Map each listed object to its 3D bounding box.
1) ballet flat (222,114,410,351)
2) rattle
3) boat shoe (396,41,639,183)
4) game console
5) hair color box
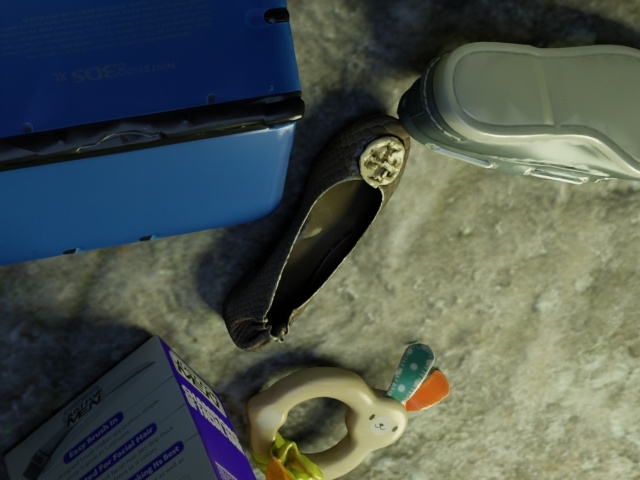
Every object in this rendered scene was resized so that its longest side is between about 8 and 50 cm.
[{"bbox_3d":[0.000,0.000,1.545,0.084,0.058,0.250,28,108,-33],"label":"ballet flat"},{"bbox_3d":[0.038,0.181,1.631,0.199,0.143,0.130,-9,105,-8],"label":"rattle"},{"bbox_3d":[0.211,-0.106,1.552,0.319,0.116,0.099,6,164,-32],"label":"boat shoe"},{"bbox_3d":[-0.176,-0.118,1.427,0.293,0.173,0.250,-10,93,-15],"label":"game console"},{"bbox_3d":[-0.139,0.252,1.481,0.185,0.339,0.110,-39,128,6],"label":"hair color box"}]
